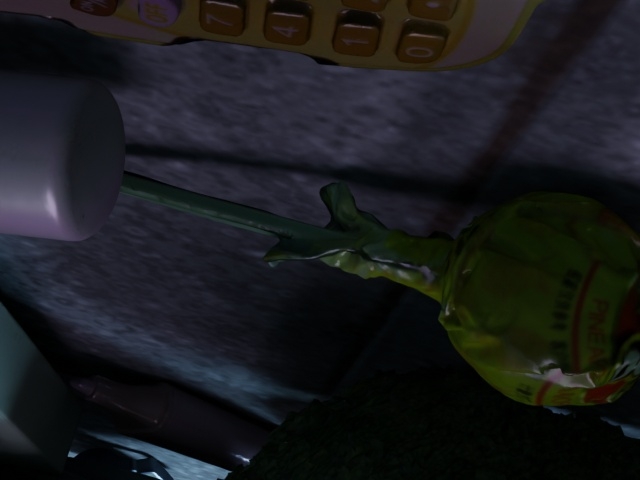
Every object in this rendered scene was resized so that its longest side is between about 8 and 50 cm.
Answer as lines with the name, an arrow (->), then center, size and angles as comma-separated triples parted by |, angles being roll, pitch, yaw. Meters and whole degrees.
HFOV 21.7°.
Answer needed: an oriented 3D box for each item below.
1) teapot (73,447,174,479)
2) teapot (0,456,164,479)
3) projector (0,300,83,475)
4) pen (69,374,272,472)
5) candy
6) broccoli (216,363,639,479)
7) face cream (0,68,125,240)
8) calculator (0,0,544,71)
teapot -> -0.148, 0.179, 1.198 | 0.088, 0.066, 0.057 | -10, 140, 0
teapot -> -0.213, 0.321, 1.053 | 0.376, 0.362, 0.305 | 15, 180, 42
projector -> -0.280, 0.056, 0.906 | 0.257, 0.079, 0.259 | 13, 161, 11
pen -> -0.073, 0.116, 1.012 | 0.053, 0.032, 0.197 | -7, 154, 45
candy -> 0.001, -0.002, 0.627 | 0.262, 0.077, 0.073 | 16, -177, 19
broccoli -> 0.053, 0.215, 0.746 | 0.413, 0.310, 0.321 | 17, 179, 42
face cream -> -0.200, -0.042, 0.605 | 0.269, 0.082, 0.082 | 7, 159, 15
calculator -> -0.044, -0.095, 0.443 | 0.236, 0.033, 0.157 | 11, 159, -1
